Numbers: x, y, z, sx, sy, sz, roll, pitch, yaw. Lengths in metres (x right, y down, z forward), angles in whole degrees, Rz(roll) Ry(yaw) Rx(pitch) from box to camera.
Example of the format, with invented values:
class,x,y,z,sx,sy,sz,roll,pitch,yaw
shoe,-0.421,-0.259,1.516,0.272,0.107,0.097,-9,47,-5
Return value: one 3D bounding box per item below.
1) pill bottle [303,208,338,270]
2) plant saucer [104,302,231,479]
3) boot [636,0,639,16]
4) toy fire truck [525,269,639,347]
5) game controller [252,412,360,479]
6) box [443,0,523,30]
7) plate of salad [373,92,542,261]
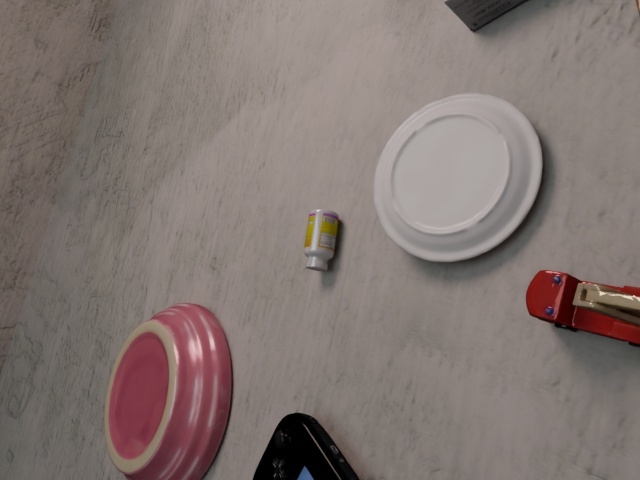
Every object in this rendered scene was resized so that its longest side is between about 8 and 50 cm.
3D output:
class,x,y,z,sx,sy,sz,roll,pitch,yaw
pill bottle,0.000,0.000,0.711,0.043,0.043,0.083,-6,70,45
plant saucer,-0.284,0.269,0.876,0.332,0.084,0.332,-20,60,40
boot,0.331,-0.227,0.422,0.106,0.082,0.219,-18,60,45
toy fire truck,0.235,0.054,0.371,0.192,0.135,0.047,12,83,48
game controller,0.016,0.346,0.540,0.166,0.067,0.319,-59,42,11
box,0.213,-0.353,0.604,0.126,0.072,0.137,-20,62,41
plate of salad,0.152,-0.072,0.577,0.200,0.048,0.199,-10,74,35
